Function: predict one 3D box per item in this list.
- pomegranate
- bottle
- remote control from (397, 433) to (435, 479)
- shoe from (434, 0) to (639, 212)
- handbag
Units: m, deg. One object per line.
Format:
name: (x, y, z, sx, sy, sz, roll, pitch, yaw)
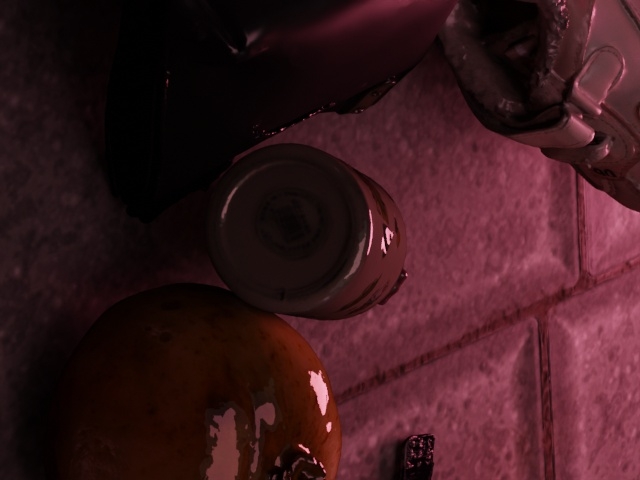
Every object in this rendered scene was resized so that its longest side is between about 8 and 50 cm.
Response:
pomegranate: (-0.087, 0.143, 1.398, 0.215, 0.215, 0.215, -14, 111, -40)
bottle: (0.000, 0.000, 1.444, 0.253, 0.120, 0.120, 22, 86, -79)
remote control: (0.079, 0.213, 1.706, 0.039, 0.014, 0.096, -3, 103, -42)
shoe: (0.196, -0.143, 1.599, 0.198, 0.172, 0.351, -48, 118, -35)
handbag: (-0.017, -0.151, 1.381, 0.342, 0.152, 0.288, -28, 159, -34)
